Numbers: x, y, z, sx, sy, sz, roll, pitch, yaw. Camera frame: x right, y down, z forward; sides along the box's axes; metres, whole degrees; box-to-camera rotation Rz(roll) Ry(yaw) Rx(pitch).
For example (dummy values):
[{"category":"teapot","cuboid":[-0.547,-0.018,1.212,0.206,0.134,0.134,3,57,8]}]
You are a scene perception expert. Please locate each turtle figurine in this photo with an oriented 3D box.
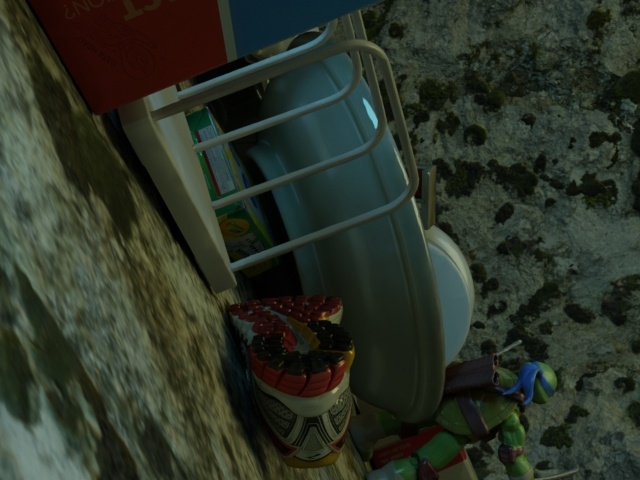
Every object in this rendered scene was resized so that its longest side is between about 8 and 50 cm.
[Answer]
[{"category":"turtle figurine","cuboid":[0.188,0.257,1.545,0.274,0.266,0.198,48,20,-81]}]

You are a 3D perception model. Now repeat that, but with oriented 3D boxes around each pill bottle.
[{"category":"pill bottle","cuboid":[0.087,0.065,1.626,0.392,0.224,0.224,-93,160,-84]}]

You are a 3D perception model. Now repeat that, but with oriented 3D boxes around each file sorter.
[{"category":"file sorter","cuboid":[-0.060,-0.146,0.892,0.193,0.173,0.277,69,0,-52]}]

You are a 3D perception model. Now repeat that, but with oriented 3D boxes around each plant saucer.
[{"category":"plant saucer","cuboid":[0.000,0.000,1.181,0.400,0.100,0.400,163,-90,-77]}]

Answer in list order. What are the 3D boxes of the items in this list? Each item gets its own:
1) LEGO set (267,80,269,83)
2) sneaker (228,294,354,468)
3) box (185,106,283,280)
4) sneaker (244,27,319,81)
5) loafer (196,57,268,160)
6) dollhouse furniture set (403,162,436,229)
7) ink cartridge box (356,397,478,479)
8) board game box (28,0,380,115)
[{"category":"LEGO set","cuboid":[-0.074,-0.254,1.654,0.287,0.107,0.132,49,-18,50]},{"category":"sneaker","cuboid":[-0.023,0.097,0.875,0.225,0.088,0.092,-101,-172,-77]},{"category":"box","cuboid":[-0.080,-0.035,1.076,0.179,0.043,0.105,65,3,-69]},{"category":"sneaker","cuboid":[-0.098,-0.236,1.345,0.108,0.169,0.292,19,-31,35]},{"category":"loafer","cuboid":[-0.110,-0.205,1.506,0.084,0.096,0.267,-141,-144,-79]},{"category":"dollhouse furniture set","cuboid":[0.034,-0.075,1.428,0.129,0.184,0.129,-38,130,-66]},{"category":"ink cartridge box","cuboid":[0.171,0.369,1.781,0.226,0.131,0.306,-106,174,-74]},{"category":"board game box","cuboid":[-0.081,-0.245,0.630,0.064,0.242,0.316,-106,173,-51]}]
